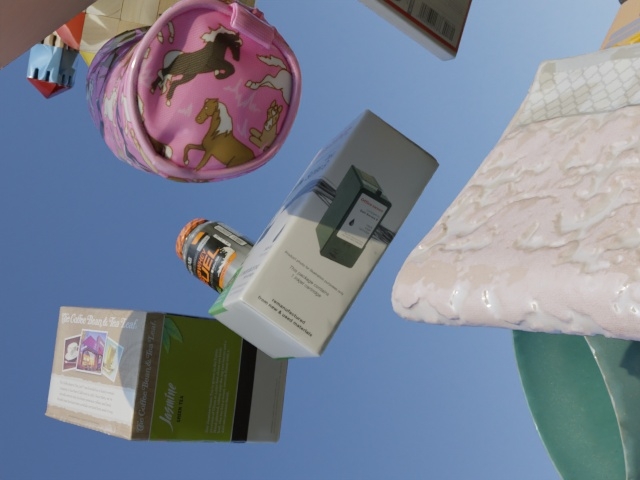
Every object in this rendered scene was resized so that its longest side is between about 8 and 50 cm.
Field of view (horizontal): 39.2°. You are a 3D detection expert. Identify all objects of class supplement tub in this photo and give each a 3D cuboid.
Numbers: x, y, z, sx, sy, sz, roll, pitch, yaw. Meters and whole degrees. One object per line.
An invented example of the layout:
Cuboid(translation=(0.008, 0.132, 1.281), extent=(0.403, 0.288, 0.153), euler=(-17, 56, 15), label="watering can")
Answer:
Cuboid(translation=(-0.172, 0.038, 1.654), extent=(0.117, 0.190, 0.117), euler=(-33, -42, -35), label="supplement tub")

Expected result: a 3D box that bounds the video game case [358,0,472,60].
Cuboid(translation=(0.123, -0.385, 1.058), extent=(0.204, 0.025, 0.285), euler=(26, -105, -34), label="video game case")

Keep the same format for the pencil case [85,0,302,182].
Cuboid(translation=(-0.143, -0.151, 0.911), extent=(0.160, 0.386, 0.167), euler=(-12, -76, -17), label="pencil case")

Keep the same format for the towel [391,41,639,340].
Cuboid(translation=(0.245, -0.056, 0.682), extent=(0.053, 0.331, 0.317), euler=(50, -120, -27), label="towel")

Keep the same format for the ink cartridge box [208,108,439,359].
Cuboid(translation=(0.000, 0.000, 1.144), extent=(0.121, 0.211, 0.289), euler=(36, -108, -9), label="ink cartridge box")

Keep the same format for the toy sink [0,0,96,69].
Cuboid(translation=(-0.347, -0.282, 0.904), extent=(0.234, 0.131, 0.153), euler=(-48, -30, -30), label="toy sink")

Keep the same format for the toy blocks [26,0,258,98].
Cuboid(translation=(-0.238, -0.293, 1.168), extent=(0.191, 0.381, 0.261), euler=(-17, -61, -77), label="toy blocks")

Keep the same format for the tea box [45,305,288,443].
Cuboid(translation=(-0.285, 0.246, 1.674), extent=(0.323, 0.329, 0.220), euler=(13, -100, -40), label="tea box")

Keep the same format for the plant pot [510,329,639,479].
Cuboid(translation=(0.371, 0.157, 1.052), extent=(0.290, 0.195, 0.290), euler=(165, 90, -83), label="plant pot")

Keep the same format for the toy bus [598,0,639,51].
Cuboid(translation=(0.391, -0.227, 0.971), extent=(0.108, 0.130, 0.333), euler=(47, -130, -14), label="toy bus")
